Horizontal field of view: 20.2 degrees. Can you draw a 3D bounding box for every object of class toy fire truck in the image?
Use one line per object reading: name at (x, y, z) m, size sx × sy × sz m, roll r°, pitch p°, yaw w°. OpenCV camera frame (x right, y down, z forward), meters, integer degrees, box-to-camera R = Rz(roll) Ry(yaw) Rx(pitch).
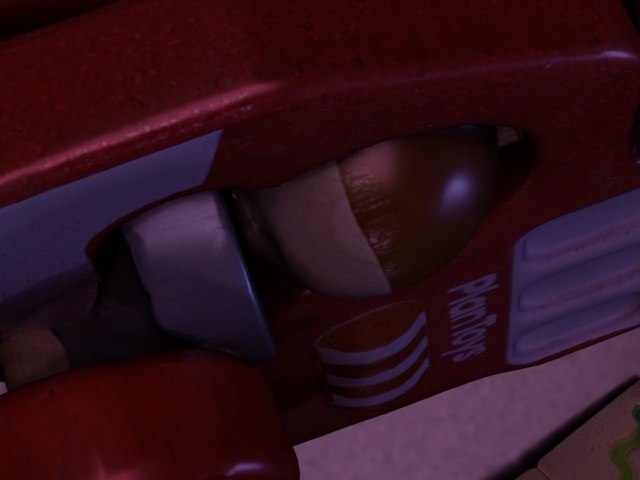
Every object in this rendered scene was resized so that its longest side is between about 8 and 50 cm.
toy fire truck at (0.000, 0.000, 0.523) m, size 0.254 × 0.302 × 0.169 m, roll -21°, pitch 69°, yaw -4°

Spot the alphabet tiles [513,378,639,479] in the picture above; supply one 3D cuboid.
alphabet tiles at (0.122, 0.211, 0.585) m, size 0.342 × 0.011 × 0.285 m, roll -36°, pitch 66°, yaw -17°
